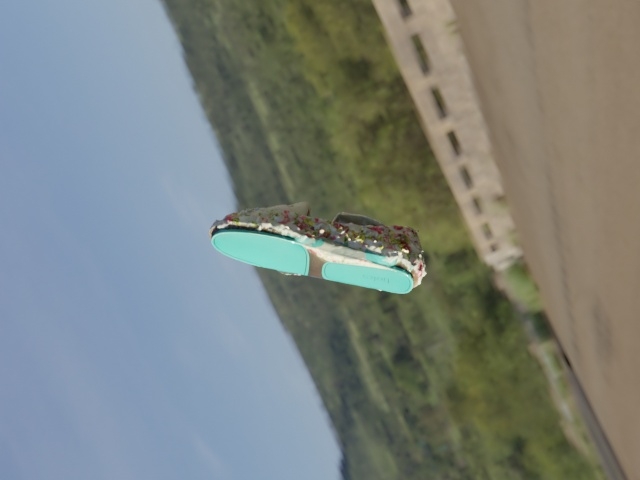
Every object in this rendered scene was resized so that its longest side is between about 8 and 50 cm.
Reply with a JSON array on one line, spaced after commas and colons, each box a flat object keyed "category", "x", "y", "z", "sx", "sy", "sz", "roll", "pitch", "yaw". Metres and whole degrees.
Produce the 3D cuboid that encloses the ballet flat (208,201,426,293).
[{"category": "ballet flat", "x": 0.000, "y": 0.000, "z": 1.585, "sx": 0.091, "sy": 0.241, "sz": 0.077, "roll": 106, "pitch": 178, "yaw": -56}]
